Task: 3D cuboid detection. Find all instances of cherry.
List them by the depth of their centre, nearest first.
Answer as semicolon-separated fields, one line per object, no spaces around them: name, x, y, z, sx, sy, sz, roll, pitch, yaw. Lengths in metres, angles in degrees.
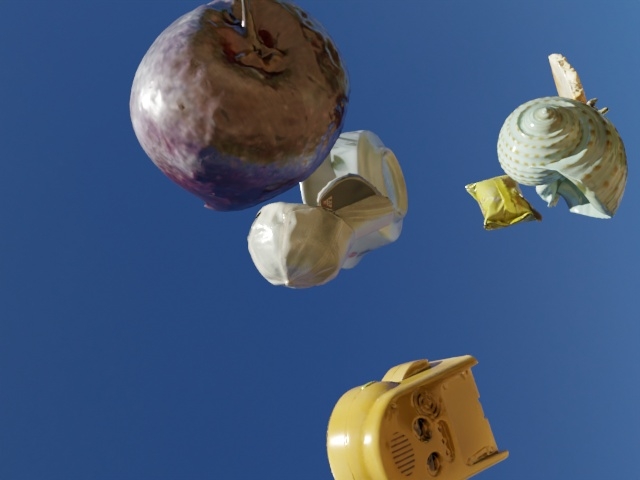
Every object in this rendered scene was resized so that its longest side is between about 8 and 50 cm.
cherry;-0.072;-0.121;0.585;0.195;0.195;0.195;12;-109;-37

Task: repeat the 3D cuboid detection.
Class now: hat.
hat;0.006;-0.005;1.202;0.275;0.232;0.161;-17;-99;-25

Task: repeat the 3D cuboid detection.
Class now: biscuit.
biscuit;0.666;-0.361;1.733;0.309;0.040;0.205;-81;-31;-55

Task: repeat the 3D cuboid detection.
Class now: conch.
conch;0.335;-0.118;0.895;0.200;0.172;0.131;22;-89;-54

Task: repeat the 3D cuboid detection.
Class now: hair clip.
hair clip;0.455;-0.207;1.169;0.049;0.173;0.049;0;-93;-3

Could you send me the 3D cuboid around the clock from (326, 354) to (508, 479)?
clock;0.164;0.358;1.216;0.317;0.200;0.244;-9;-104;-44

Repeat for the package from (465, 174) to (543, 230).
package;0.525;-0.112;1.905;0.226;0.168;0.090;-97;-5;-47

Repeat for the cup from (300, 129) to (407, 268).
cup;0.100;-0.118;1.547;0.347;0.163;0.347;42;-139;-51
